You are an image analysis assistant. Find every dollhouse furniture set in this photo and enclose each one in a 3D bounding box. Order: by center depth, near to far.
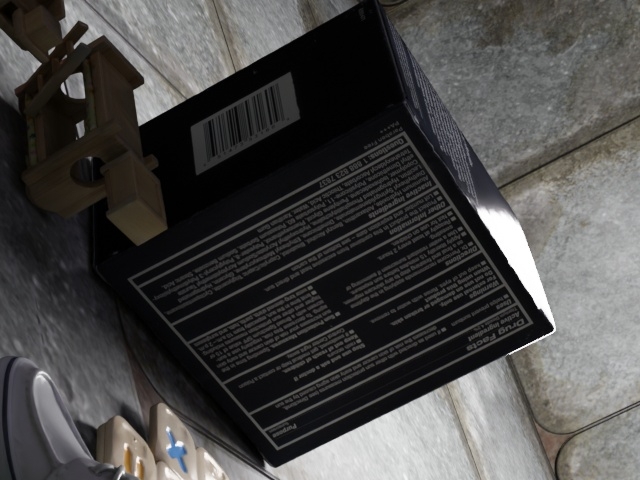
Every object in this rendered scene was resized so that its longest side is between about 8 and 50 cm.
[{"bbox_3d":[-0.212,-0.091,1.289,0.161,0.101,0.182,47,20,-42],"label":"dollhouse furniture set"}]

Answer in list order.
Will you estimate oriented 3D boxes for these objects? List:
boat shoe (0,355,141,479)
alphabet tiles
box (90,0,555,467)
[{"bbox_3d":[-0.140,0.181,1.058,0.258,0.084,0.095,67,14,17],"label":"boat shoe"},{"bbox_3d":[-0.082,0.260,1.258,0.284,0.021,0.278,54,16,-33],"label":"alphabet tiles"},{"bbox_3d":[0.000,0.000,1.482,0.294,0.296,0.182,54,15,-35],"label":"box"}]
